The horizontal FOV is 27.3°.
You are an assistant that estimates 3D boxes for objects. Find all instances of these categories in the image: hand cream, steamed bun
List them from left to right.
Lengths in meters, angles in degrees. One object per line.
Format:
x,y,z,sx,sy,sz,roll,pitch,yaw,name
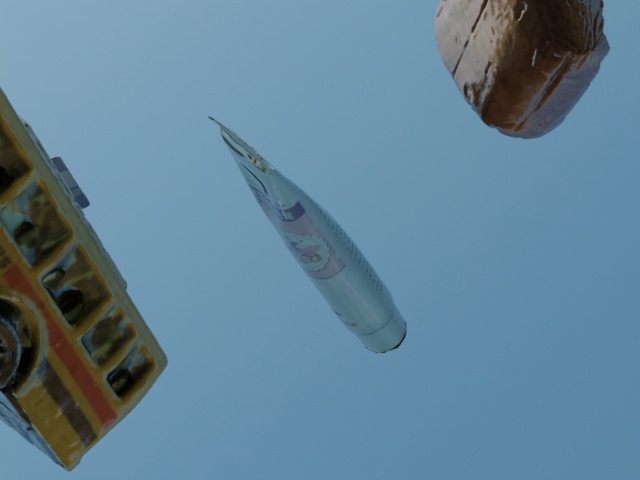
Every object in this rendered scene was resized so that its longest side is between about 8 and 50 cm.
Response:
0.000,0.000,1.216,0.058,0.331,0.085,-40,-133,-6,hand cream
0.181,-0.185,1.139,0.145,0.106,0.175,-57,-139,45,steamed bun

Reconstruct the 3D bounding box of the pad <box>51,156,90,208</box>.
-0.374,-0.021,1.430,0.235,0.158,0.003,-21,-107,-4,pad

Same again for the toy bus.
-0.210,-0.027,0.707,0.123,0.335,0.121,-40,-144,-21,toy bus
